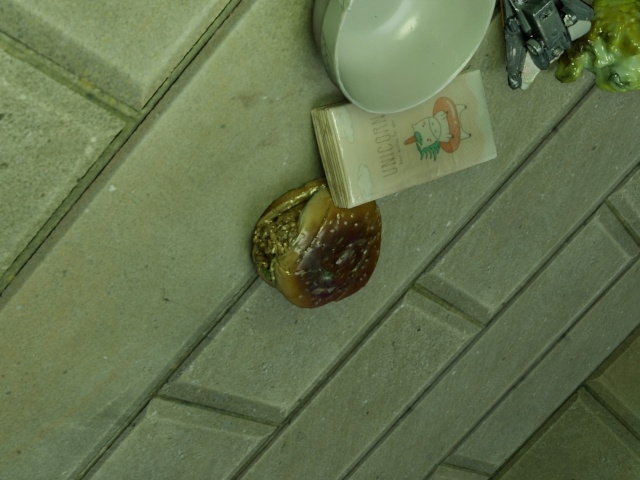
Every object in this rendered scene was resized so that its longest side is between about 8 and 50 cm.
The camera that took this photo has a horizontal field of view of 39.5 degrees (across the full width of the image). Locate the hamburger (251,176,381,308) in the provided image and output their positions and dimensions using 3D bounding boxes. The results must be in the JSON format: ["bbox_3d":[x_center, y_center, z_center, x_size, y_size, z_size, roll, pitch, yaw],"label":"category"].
[{"bbox_3d":[0.000,0.000,1.567,0.243,0.146,0.286,-53,142,3],"label":"hamburger"}]

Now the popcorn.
[{"bbox_3d":[0.549,-0.361,1.691,0.212,0.198,0.198,-12,147,15],"label":"popcorn"}]

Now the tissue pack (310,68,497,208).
[{"bbox_3d":[0.150,-0.179,1.516,0.325,0.071,0.170,-19,104,-30],"label":"tissue pack"}]

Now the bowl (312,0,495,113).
[{"bbox_3d":[0.102,-0.342,1.298,0.287,0.144,0.287,-26,142,-22],"label":"bowl"}]

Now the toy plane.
[{"bbox_3d":[0.359,-0.405,1.512,0.204,0.103,0.316,-43,145,2],"label":"toy plane"}]
